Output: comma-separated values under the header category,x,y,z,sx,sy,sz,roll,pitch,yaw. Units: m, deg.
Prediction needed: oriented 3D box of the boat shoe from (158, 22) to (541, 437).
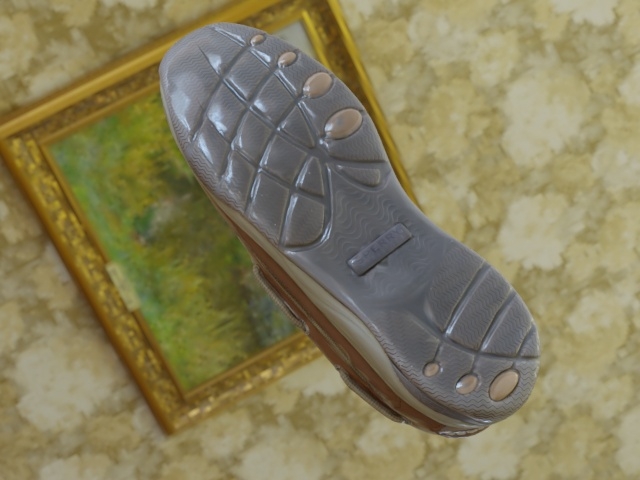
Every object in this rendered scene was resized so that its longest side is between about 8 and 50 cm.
category,x,y,z,sx,sy,sz,roll,pitch,yaw
boat shoe,0.000,0.000,0.736,0.324,0.123,0.116,53,-25,16
